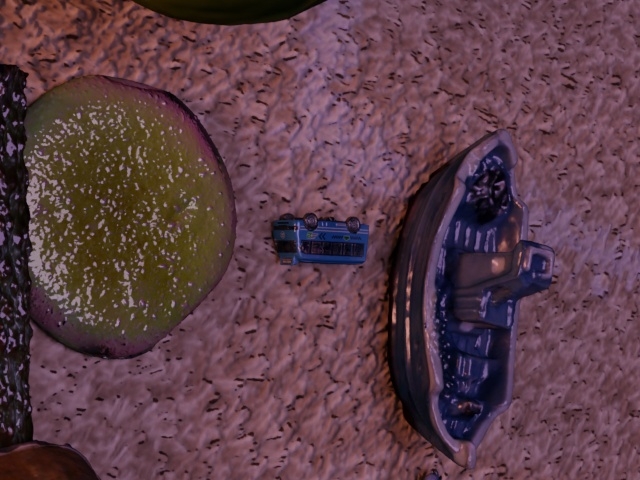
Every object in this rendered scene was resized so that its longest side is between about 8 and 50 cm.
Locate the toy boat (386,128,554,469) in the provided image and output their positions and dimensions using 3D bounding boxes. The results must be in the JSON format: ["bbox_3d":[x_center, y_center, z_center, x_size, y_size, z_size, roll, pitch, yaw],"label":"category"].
[{"bbox_3d":[0.140,0.050,1.433,0.129,0.142,0.309,16,76,-39],"label":"toy boat"}]

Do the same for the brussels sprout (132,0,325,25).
[{"bbox_3d":[-0.058,-0.333,1.105,0.342,0.425,0.361,-6,69,-1],"label":"brussels sprout"}]

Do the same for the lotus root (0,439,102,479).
[{"bbox_3d":[-0.195,0.280,1.083,0.272,0.192,0.272,-9,107,-31],"label":"lotus root"}]

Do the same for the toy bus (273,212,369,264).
[{"bbox_3d":[0.000,0.000,1.390,0.083,0.038,0.046,3,88,-38],"label":"toy bus"}]

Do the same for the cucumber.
[{"bbox_3d":[-0.255,0.053,1.149,0.096,0.096,0.359,1,88,-39],"label":"cucumber"}]

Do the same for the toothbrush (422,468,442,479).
[{"bbox_3d":[0.025,0.383,1.389,0.035,0.042,0.413,39,62,-30],"label":"toothbrush"}]

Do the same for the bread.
[{"bbox_3d":[-0.156,-0.021,1.269,0.228,0.033,0.229,4,83,-40],"label":"bread"}]
